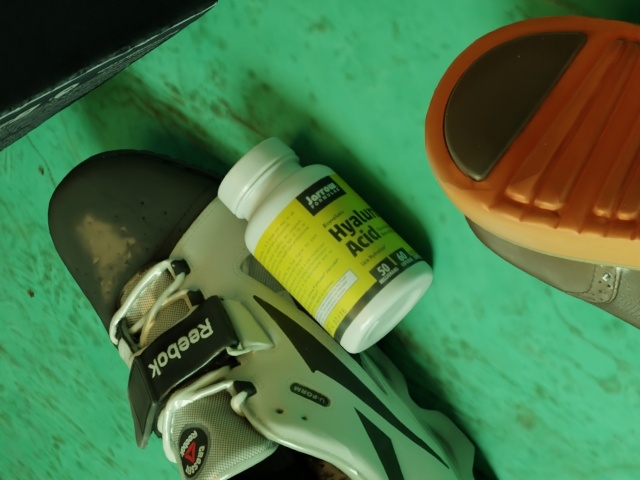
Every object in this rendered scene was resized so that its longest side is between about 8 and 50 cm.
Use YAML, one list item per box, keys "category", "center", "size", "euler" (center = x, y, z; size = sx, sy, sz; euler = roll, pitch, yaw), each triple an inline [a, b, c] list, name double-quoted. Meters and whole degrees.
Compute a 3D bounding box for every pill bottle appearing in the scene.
- category: "pill bottle"
  center: [0.000, 0.000, 0.944]
  size: [0.116, 0.065, 0.065]
  euler: [44, 140, 13]

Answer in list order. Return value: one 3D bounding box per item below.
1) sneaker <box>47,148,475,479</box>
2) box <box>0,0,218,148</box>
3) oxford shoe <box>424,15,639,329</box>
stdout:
- category: "sneaker"
  center: [-0.046, 0.077, 0.963]
  size: [0.330, 0.146, 0.122]
  euler: [43, 117, 12]
- category: "box"
  center: [-0.302, -0.161, 1.028]
  size: [0.395, 0.212, 0.293]
  euler: [-24, 98, 51]
- category: "oxford shoe"
  center: [0.224, 0.007, 0.707]
  size: [0.363, 0.130, 0.133]
  euler: [22, 163, 26]
